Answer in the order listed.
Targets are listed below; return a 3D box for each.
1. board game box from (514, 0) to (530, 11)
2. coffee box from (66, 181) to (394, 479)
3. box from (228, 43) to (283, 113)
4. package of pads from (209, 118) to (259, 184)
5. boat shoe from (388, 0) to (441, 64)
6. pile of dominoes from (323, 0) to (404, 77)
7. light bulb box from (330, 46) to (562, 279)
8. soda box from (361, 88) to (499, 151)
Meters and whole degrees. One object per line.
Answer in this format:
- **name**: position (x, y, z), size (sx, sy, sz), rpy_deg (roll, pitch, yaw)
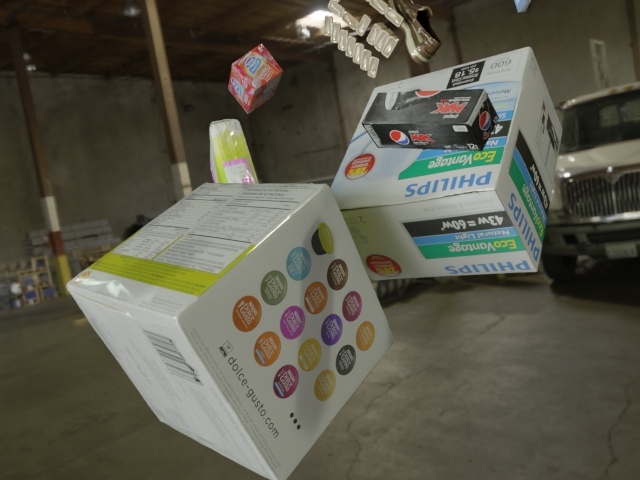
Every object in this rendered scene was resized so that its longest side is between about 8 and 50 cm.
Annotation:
- **board game box**: position (0.441, -0.563, 1.319), size (0.020, 0.090, 0.090), rpy_deg (-9, -18, -4)
- **coffee box**: position (-0.139, 0.125, 1.031), size (0.338, 0.338, 0.334), rpy_deg (5, 39, 45)
- **box**: position (-0.230, -0.554, 2.105), size (0.128, 0.123, 0.257), rpy_deg (-39, 3, -12)
- **package of pads**: position (-0.261, -0.187, 1.821), size (0.101, 0.297, 0.229), rpy_deg (-12, -25, -16)
- **boat shoe**: position (0.272, -0.615, 1.689), size (0.095, 0.258, 0.095), rpy_deg (-1, -26, -43)
- **pile of dominoes**: position (0.123, -0.616, 1.739), size (0.040, 0.251, 0.196), rpy_deg (-30, -20, -46)
- **light bulb box**: position (0.244, -0.136, 1.181), size (0.357, 0.225, 0.361), rpy_deg (-6, 48, 38)
- **soda box**: position (0.138, -0.156, 0.786), size (0.168, 0.060, 0.053), rpy_deg (11, -25, 44)
